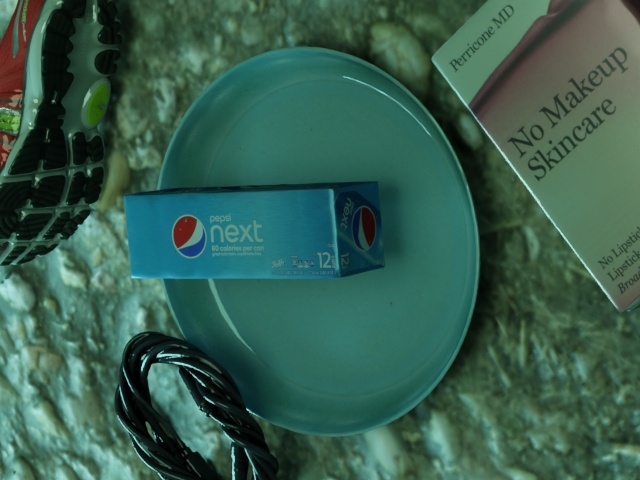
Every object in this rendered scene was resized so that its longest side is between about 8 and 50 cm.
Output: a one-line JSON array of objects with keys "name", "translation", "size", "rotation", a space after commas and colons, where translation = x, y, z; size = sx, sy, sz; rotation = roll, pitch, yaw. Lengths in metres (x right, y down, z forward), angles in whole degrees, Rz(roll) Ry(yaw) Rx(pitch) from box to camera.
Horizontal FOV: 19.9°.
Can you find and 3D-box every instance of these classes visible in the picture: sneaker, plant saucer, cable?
[{"name": "sneaker", "translation": [-0.253, -0.112, 1.625], "size": [0.118, 0.107, 0.279], "rotation": [36, 114, 45]}, {"name": "plant saucer", "translation": [0.000, 0.000, 1.486], "size": [0.317, 0.044, 0.317], "rotation": [6, 102, 33]}, {"name": "cable", "translation": [-0.110, 0.158, 1.551], "size": [0.184, 0.047, 0.150], "rotation": [59, 143, 4]}]

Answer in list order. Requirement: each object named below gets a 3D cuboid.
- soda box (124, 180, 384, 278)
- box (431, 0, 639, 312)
[{"name": "soda box", "translation": [-0.055, -0.008, 1.456], "size": [0.210, 0.067, 0.071], "rotation": [-1, 96, 34]}, {"name": "box", "translation": [0.216, -0.089, 1.274], "size": [0.148, 0.127, 0.232], "rotation": [-45, 73, 31]}]
